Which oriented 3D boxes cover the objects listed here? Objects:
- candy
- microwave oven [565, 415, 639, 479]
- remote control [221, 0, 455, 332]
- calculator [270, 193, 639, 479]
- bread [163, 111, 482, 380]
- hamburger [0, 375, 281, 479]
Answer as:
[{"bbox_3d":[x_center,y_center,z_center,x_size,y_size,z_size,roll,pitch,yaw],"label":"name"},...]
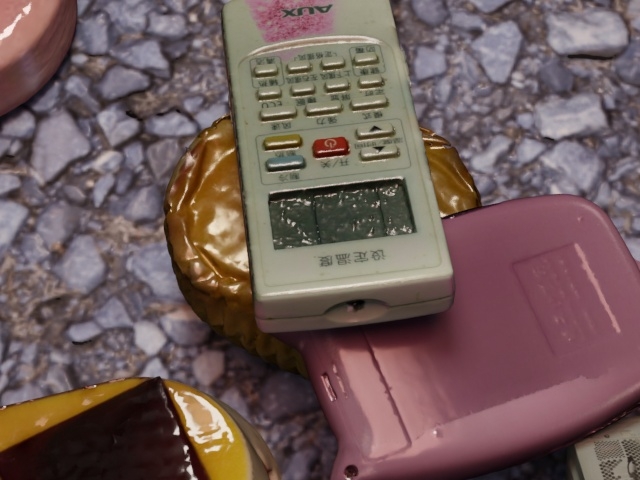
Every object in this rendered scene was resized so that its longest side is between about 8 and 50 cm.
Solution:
[{"bbox_3d":[-0.341,-0.224,1.423,0.255,0.094,0.255,-1,65,1],"label":"candy"},{"bbox_3d":[0.290,0.214,1.155,0.208,0.162,0.122,-5,34,-2],"label":"microwave oven"},{"bbox_3d":[0.005,-0.075,1.201,0.145,0.050,0.344,-7,47,-3],"label":"remote control"},{"bbox_3d":[0.120,0.068,1.156,0.294,0.043,0.194,-19,70,-13],"label":"calculator"},{"bbox_3d":[0.000,0.000,1.288,0.253,0.142,0.227,21,68,14],"label":"bread"},{"bbox_3d":[-0.173,0.219,1.184,0.295,0.151,0.227,-13,59,1],"label":"hamburger"}]
